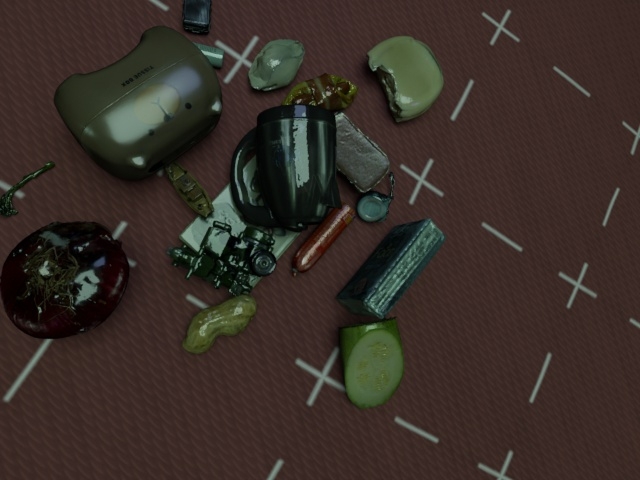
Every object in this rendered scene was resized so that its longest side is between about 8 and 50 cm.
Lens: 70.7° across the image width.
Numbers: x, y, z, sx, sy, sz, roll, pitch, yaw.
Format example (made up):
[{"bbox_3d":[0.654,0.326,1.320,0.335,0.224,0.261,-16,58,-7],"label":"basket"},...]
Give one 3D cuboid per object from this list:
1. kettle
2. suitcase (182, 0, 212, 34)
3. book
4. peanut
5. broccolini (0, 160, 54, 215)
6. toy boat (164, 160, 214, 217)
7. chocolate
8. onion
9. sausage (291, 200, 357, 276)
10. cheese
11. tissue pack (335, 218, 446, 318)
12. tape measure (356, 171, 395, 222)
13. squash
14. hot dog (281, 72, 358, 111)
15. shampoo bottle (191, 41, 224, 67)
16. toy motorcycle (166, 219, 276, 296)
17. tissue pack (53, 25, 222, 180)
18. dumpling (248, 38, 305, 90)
[{"bbox_3d":[-0.103,-0.182,1.271,0.320,0.228,0.325,-3,86,7],"label":"kettle"},{"bbox_3d":[-0.373,-0.693,1.364,0.085,0.059,0.126,3,82,-13],"label":"suitcase"},{"bbox_3d":[-0.196,-0.060,1.337,0.260,0.043,0.371,42,74,-7],"label":"book"},{"bbox_3d":[-0.279,0.226,1.249,0.229,0.098,0.103,-27,66,-14],"label":"peanut"},{"bbox_3d":[-0.787,-0.144,1.190,0.052,0.054,0.194,29,73,10],"label":"broccolini"},{"bbox_3d":[-0.366,-0.146,1.262,0.064,0.072,0.206,-39,75,-14],"label":"toy boat"},{"bbox_3d":[0.093,-0.263,1.422,0.161,0.083,0.261,-41,85,-14],"label":"chocolate"},{"bbox_3d":[-0.622,0.095,1.118,0.313,0.232,0.315,-2,66,4],"label":"onion"},{"bbox_3d":[0.000,0.000,1.365,0.074,0.074,0.274,43,74,-6],"label":"sausage"},{"bbox_3d":[0.270,-0.534,1.483,0.233,0.127,0.266,-28,89,-17],"label":"cheese"},{"bbox_3d":[0.203,0.084,1.329,0.103,0.228,0.316,45,74,-11],"label":"tissue pack"},{"bbox_3d":[0.181,-0.142,1.454,0.106,0.104,0.180,14,46,6],"label":"tape measure"},{"bbox_3d":[0.155,0.361,1.300,0.189,0.189,0.261,-6,81,-16],"label":"squash"},{"bbox_3d":[0.010,-0.458,1.419,0.261,0.093,0.123,-27,90,-17],"label":"hot dog"},{"bbox_3d":[-0.388,-0.564,1.346,0.194,0.056,0.056,9,80,-13],"label":"shampoo bottle"},{"bbox_3d":[-0.259,0.035,1.220,0.275,0.127,0.205,28,80,-16],"label":"toy motorcycle"},{"bbox_3d":[-0.445,-0.338,1.186,0.387,0.267,0.277,-40,89,-18],"label":"tissue pack"},{"bbox_3d":[-0.146,-0.548,1.391,0.180,0.111,0.155,-21,58,-23],"label":"dumpling"}]
